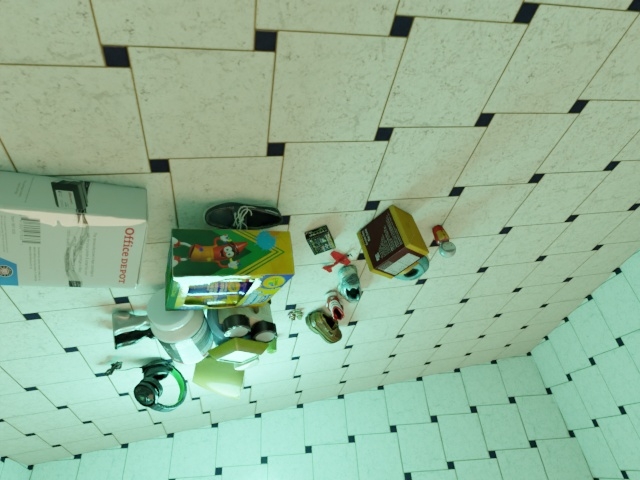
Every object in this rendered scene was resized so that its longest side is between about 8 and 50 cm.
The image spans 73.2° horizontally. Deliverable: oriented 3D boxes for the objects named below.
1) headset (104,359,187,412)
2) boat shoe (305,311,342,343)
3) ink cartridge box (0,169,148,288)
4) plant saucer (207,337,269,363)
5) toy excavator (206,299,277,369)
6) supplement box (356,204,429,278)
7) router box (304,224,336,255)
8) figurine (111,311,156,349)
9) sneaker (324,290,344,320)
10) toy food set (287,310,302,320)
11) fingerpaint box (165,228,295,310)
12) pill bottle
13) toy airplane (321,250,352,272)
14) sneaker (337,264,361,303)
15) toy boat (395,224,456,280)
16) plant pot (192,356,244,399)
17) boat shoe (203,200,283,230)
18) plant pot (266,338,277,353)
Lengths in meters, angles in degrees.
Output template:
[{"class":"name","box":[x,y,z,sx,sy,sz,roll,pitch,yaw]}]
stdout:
[{"class":"headset","box":[-0.861,0.713,2.156,0.185,0.243,0.394,-37,118,22]},{"class":"boat shoe","box":[0.047,0.455,2.237,0.105,0.110,0.307,-28,143,19]},{"class":"ink cartridge box","box":[-0.712,-0.017,1.220,0.396,0.166,0.285,6,129,-27]},{"class":"plant saucer","box":[-0.339,0.466,1.790,0.188,0.045,0.189,-30,144,31]},{"class":"toy excavator","box":[-0.365,0.417,1.920,0.445,0.222,0.433,-39,138,27]},{"class":"supplement box","box":[0.270,0.008,1.640,0.129,0.191,0.194,21,130,-40]},{"class":"router box","box":[0.000,0.000,1.659,0.092,0.038,0.122,-19,145,5]},{"class":"figurine","box":[-0.772,0.369,1.843,0.210,0.092,0.214,-6,144,-27]},{"class":"sneaker","box":[0.075,0.347,2.086,0.087,0.127,0.221,-20,144,7]},{"class":"toy food set","box":[-0.128,0.371,2.139,0.078,0.019,0.122,-8,152,-10]},{"class":"fingerpaint box","box":[-0.333,0.118,1.489,0.372,0.163,0.445,1,158,-23]},{"class":"pill bottle","box":[-0.574,0.351,1.774,0.211,0.210,0.362,-10,144,-8]},{"class":"toy airplane","box":[0.067,0.092,1.819,0.151,0.028,0.151,-11,146,-8]},{"class":"sneaker","box":[0.137,0.234,1.959,0.110,0.122,0.283,-16,145,1]},{"class":"toy boat","box":[0.411,0.070,1.817,0.318,0.148,0.268,-37,140,28]},{"class":"plant pot","box":[-0.542,0.710,2.291,0.255,0.237,0.237,11,139,-12]},{"class":"boat shoe","box":[-0.247,-0.072,1.401,0.255,0.079,0.095,3,107,-26]},{"class":"plant pot","box":[-0.262,0.555,2.285,0.084,0.079,0.083,-11,145,-7]}]
